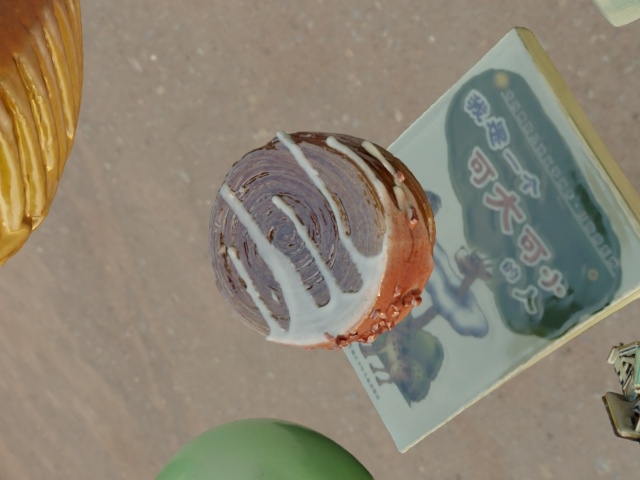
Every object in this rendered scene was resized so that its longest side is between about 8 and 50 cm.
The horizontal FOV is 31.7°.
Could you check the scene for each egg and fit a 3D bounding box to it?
[{"bbox_3d":[-0.035,0.274,0.900,0.269,0.220,0.220,62,160,24],"label":"egg"}]

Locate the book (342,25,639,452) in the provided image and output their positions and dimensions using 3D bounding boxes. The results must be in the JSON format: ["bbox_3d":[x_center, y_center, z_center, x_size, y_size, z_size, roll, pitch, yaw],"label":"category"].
[{"bbox_3d":[0.131,0.014,1.080,0.371,0.043,0.260,-44,68,39],"label":"book"}]

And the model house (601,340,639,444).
[{"bbox_3d":[0.455,0.149,1.350,0.178,0.271,0.206,14,122,-6],"label":"model house"}]

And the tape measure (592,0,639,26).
[{"bbox_3d":[0.265,-0.318,1.031,0.235,0.115,0.207,9,-119,-67],"label":"tape measure"}]

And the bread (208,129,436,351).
[{"bbox_3d":[0.000,0.000,0.793,0.160,0.073,0.160,0,90,29],"label":"bread"}]

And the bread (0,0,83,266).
[{"bbox_3d":[-0.178,-0.065,0.397,0.199,0.199,0.104,38,140,25],"label":"bread"}]
